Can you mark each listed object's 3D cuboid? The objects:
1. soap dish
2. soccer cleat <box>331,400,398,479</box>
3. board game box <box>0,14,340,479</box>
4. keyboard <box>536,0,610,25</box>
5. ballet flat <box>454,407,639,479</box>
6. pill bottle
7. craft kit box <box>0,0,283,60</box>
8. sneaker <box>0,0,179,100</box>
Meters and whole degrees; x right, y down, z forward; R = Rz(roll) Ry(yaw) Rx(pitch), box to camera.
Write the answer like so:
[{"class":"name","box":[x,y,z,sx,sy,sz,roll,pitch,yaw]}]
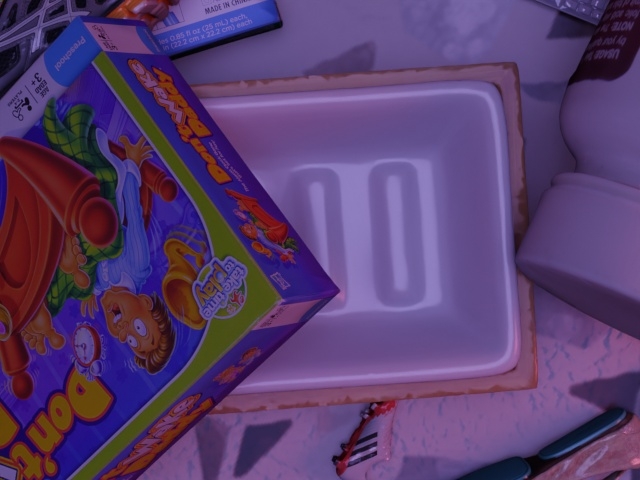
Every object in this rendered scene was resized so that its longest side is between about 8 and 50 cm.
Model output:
[{"class":"soap dish","box":[0.000,0.000,1.348,0.290,0.118,0.229,-4,91,1]},{"class":"soccer cleat","box":[0.041,0.142,1.395,0.035,0.029,0.083,32,94,-8]},{"class":"board game box","box":[-0.184,0.053,1.280,0.347,0.078,0.233,-44,73,23]},{"class":"keyboard","box":[0.180,-0.203,1.395,0.256,0.014,0.072,22,91,0]},{"class":"ballet flat","box":[0.161,0.177,1.380,0.168,0.057,0.052,-24,100,1]},{"class":"pill bottle","box":[0.296,-0.120,1.271,0.224,0.224,0.392,26,85,0]},{"class":"craft kit box","box":[-0.180,-0.235,1.381,0.249,0.061,0.247,-17,93,1]},{"class":"sneaker","box":[-0.172,-0.156,1.316,0.215,0.084,0.083,-39,85,2]}]
